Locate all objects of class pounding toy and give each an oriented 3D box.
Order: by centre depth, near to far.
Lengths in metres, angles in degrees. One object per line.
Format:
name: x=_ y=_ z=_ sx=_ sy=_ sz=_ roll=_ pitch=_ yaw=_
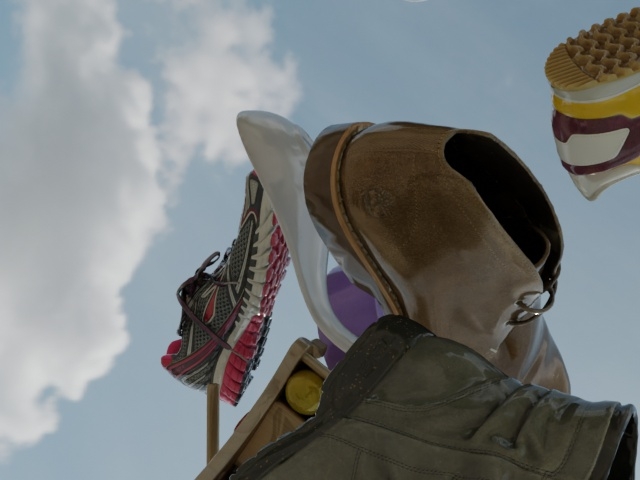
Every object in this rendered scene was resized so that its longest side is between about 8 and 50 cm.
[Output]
pounding toy: x=-0.079 y=0.196 z=0.970 sx=0.155 sy=0.154 sz=0.269 roll=37 pitch=-69 yaw=14

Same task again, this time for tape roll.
tape roll: x=0.086 y=0.098 z=1.067 sx=0.080 sy=0.189 sz=0.189 roll=-24 pitch=-113 yaw=34

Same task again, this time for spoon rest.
spoon rest: x=0.000 y=0.000 z=0.897 sx=0.084 sy=0.137 sz=0.276 roll=-35 pitch=-98 yaw=9

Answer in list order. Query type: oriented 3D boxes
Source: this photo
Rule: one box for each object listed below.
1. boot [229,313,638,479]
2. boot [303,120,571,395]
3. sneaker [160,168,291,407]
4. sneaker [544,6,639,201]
boot: x=0.040 y=0.148 z=0.481 sx=0.161 sy=0.083 sz=0.246 roll=22 pitch=-119 yaw=37
boot: x=0.113 y=0.041 z=0.652 sx=0.115 sy=0.305 sz=0.112 roll=-4 pitch=-131 yaw=39
sneaker: x=-0.106 y=0.054 z=1.142 sx=0.112 sy=0.121 sz=0.299 roll=20 pitch=-68 yaw=4
sneaker: x=0.202 y=-0.082 z=0.495 sx=0.185 sy=0.084 sz=0.069 roll=-18 pitch=-145 yaw=1
